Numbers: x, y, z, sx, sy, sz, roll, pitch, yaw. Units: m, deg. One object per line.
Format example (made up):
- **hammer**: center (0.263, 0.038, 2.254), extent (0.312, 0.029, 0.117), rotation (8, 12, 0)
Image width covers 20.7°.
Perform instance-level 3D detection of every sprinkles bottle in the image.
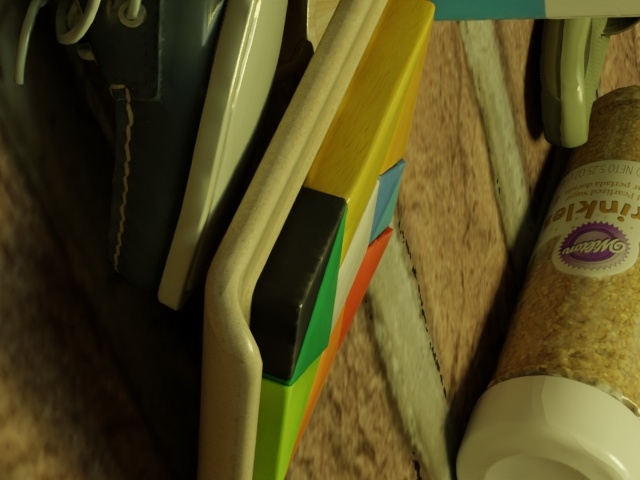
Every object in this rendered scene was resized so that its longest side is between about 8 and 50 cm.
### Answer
- **sprinkles bottle**: center (0.196, 0.043, 1.211), extent (0.355, 0.121, 0.121), rotation (-64, 152, -43)

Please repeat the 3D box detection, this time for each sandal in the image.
- **sandal**: center (0.221, -0.201, 1.256), extent (0.120, 0.086, 0.303), rotation (52, 47, -62)

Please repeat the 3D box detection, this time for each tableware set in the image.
- **tableware set**: center (-0.004, -0.141, 0.772), extent (0.141, 0.020, 0.169), rotation (-30, 124, -65)

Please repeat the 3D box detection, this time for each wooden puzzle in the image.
- **wooden puzzle**: center (0.000, 0.000, 0.704), extent (0.221, 0.044, 0.239), rotation (98, 9, -56)

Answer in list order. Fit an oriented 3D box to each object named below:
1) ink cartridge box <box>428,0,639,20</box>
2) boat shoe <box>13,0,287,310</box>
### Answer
- **ink cartridge box**: center (0.190, -0.232, 0.831), extent (0.129, 0.307, 0.223), rotation (-71, 158, -58)
- **boat shoe**: center (-0.049, -0.098, 0.572), extent (0.095, 0.079, 0.254), rotation (-75, 176, -61)
